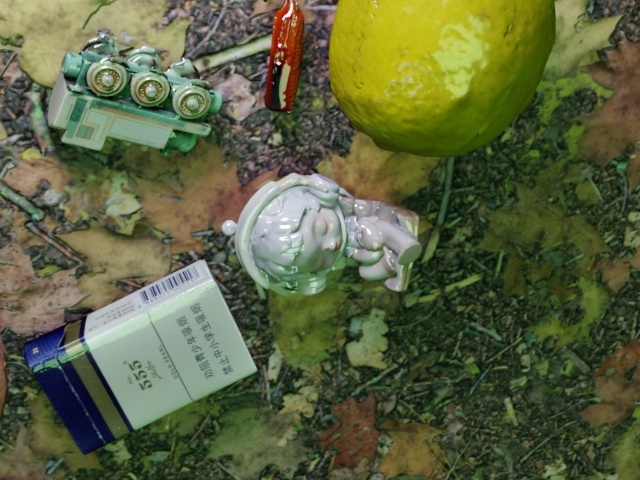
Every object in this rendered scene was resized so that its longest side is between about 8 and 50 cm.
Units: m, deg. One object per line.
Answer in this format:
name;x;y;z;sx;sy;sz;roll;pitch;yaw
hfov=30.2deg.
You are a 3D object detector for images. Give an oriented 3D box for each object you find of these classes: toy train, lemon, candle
toy train;-0.213;-0.159;1.373;0.194;0.081;0.125;13;122;-27
lemon;0.135;-0.230;1.356;0.260;0.260;0.284;34;100;-30
candle;-0.045;-0.232;1.415;0.053;0.048;0.162;-24;130;-48

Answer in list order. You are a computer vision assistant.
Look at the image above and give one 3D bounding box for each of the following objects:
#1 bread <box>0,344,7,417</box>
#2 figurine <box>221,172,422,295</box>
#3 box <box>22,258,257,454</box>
bread;-0.477;0.178;1.428;0.190;0.123;0.244;-1;118;-21
figurine;-0.002;-0.001;1.487;0.236;0.141;0.163;7;109;-22
box;-0.229;0.152;1.530;0.259;0.071;0.168;-24;122;-5
